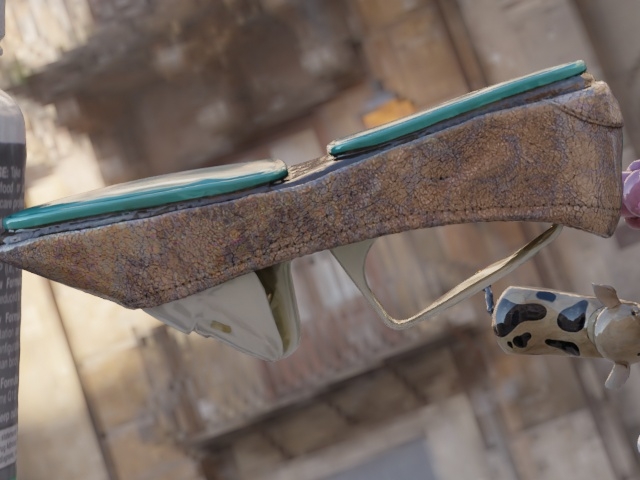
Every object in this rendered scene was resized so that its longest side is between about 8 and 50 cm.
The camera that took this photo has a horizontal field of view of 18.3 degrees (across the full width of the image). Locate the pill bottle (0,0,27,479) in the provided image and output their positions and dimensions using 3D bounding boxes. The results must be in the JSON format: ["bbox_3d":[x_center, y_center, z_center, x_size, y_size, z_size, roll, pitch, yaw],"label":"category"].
[{"bbox_3d":[-0.283,0.004,1.221,0.204,0.361,0.204,3,2,0],"label":"pill bottle"}]

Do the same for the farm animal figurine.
[{"bbox_3d":[0.288,0.013,1.433,0.172,0.327,0.330,1,-53,-56],"label":"farm animal figurine"}]

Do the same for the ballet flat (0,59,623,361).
[{"bbox_3d":[0.000,0.000,0.975,0.316,0.106,0.107,-14,6,5],"label":"ballet flat"}]

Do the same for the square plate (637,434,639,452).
[{"bbox_3d":[0.407,0.086,1.233,0.344,0.347,0.049,-56,-36,7],"label":"square plate"}]
